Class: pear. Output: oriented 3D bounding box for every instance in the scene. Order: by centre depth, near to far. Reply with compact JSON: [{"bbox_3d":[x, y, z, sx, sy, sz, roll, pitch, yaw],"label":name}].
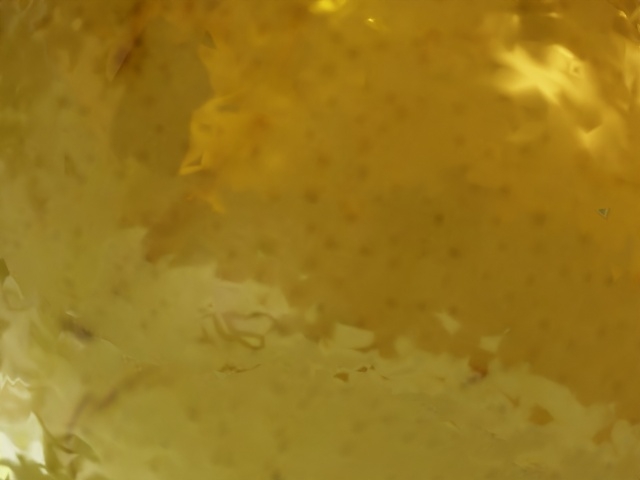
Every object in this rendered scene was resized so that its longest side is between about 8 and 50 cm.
[{"bbox_3d":[0.000,0.000,0.588,0.348,0.348,0.348,-12,129,-16],"label":"pear"}]
